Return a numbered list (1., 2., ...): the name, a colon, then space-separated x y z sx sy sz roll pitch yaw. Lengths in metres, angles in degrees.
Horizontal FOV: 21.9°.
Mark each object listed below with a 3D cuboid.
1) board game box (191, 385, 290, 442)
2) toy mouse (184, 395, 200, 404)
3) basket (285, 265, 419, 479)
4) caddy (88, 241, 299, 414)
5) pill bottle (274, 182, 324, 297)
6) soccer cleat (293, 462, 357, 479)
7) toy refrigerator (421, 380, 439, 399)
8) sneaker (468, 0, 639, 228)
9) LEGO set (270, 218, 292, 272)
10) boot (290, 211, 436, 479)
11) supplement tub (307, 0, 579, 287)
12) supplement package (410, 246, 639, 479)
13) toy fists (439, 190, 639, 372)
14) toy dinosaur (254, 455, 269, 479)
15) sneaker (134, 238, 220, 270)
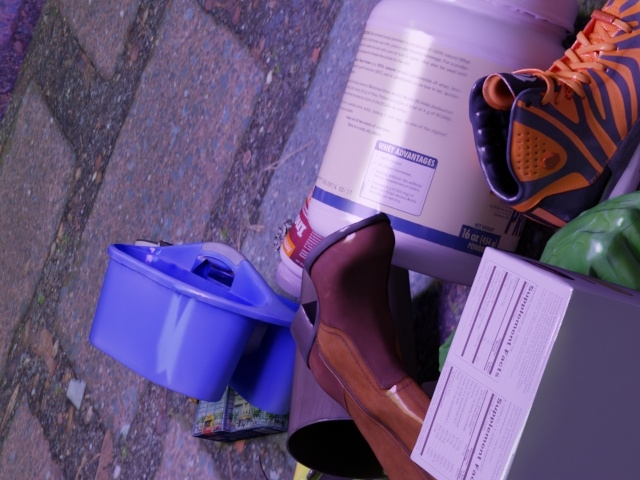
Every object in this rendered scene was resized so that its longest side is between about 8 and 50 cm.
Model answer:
1. board game box: -0.101 0.174 2.299 0.194 0.060 0.194 -21 59 58
2. toy mouse: -0.168 0.176 2.399 0.161 0.031 0.143 89 -163 -49
3. basket: 0.041 0.136 1.906 0.154 0.204 0.227 -9 62 16
4. caddy: -0.145 0.092 2.136 0.341 0.241 0.179 23 97 51
5. pill bottle: 0.000 0.000 2.168 0.152 0.086 0.086 -61 30 25
6. soccer cleat: 0.014 0.260 2.035 0.121 0.093 0.289 79 -162 -82
7. toy refrigerator: 0.211 0.187 1.665 0.269 0.094 0.102 -18 68 59
8. sneaker: 0.263 -0.169 1.651 0.124 0.180 0.321 33 106 62
9. LEGO set: -0.056 0.007 2.339 0.054 0.023 0.083 -43 40 46
10. boot: 0.076 0.139 1.651 0.280 0.096 0.264 57 145 24
11. supplement tub: 0.138 -0.131 1.810 0.235 0.235 0.325 27 100 63
12. supplement package: 0.249 0.144 1.422 0.145 0.261 0.204 31 104 62
13. toy fists: 0.238 0.053 1.562 0.279 0.096 0.142 -39 1 -21
14. toy dinosaur: -0.058 0.413 2.056 0.118 0.064 0.268 -42 59 47
15. sneaker: -0.251 0.095 2.551 0.295 0.123 0.178 2 73 70
